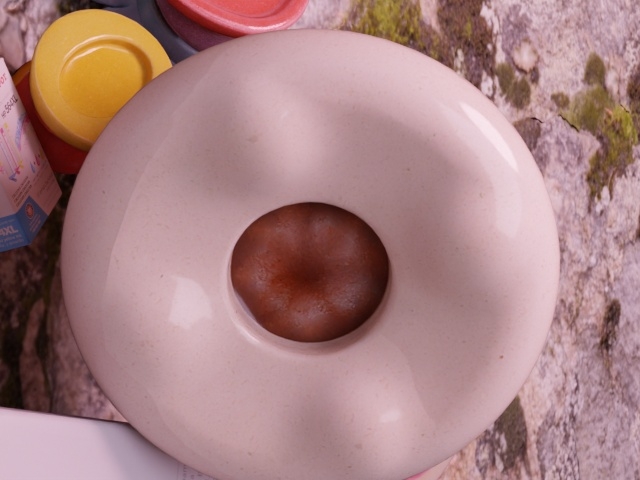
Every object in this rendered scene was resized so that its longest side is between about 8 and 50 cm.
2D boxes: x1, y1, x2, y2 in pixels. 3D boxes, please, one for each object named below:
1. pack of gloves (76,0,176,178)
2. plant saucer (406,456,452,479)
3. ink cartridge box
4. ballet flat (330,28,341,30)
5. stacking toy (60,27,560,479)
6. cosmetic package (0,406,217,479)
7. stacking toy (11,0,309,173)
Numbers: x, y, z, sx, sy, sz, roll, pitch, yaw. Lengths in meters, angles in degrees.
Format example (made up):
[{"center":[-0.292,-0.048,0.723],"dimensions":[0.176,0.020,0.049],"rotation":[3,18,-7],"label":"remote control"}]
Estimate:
[{"center":[-0.127,-0.132,1.609],"dimensions":[0.232,0.046,0.195],"rotation":[-9,98,-50],"label":"pack of gloves"},{"center":[0.054,0.138,1.803],"dimensions":[0.332,0.084,0.332],"rotation":[-2,93,-51],"label":"plant saucer"},{"center":[-0.277,-0.068,1.371],"dimensions":[0.092,0.090,0.143],"rotation":[-72,146,-60],"label":"ink cartridge box"},{"center":[0.022,-0.127,1.784],"dimensions":[0.057,0.049,0.173],"rotation":[-4,94,-51],"label":"ballet flat"},{"center":[-0.004,-0.048,1.424],"dimensions":[0.480,0.351,0.350],"rotation":[-88,162,-68],"label":"stacking toy"},{"center":[-0.219,0.213,1.361],"dimensions":[0.453,0.230,0.161],"rotation":[14,79,-50],"label":"cosmetic package"},{"center":[-0.184,-0.218,1.503],"dimensions":[0.309,0.130,0.279],"rotation":[-38,90,-34],"label":"stacking toy"}]
